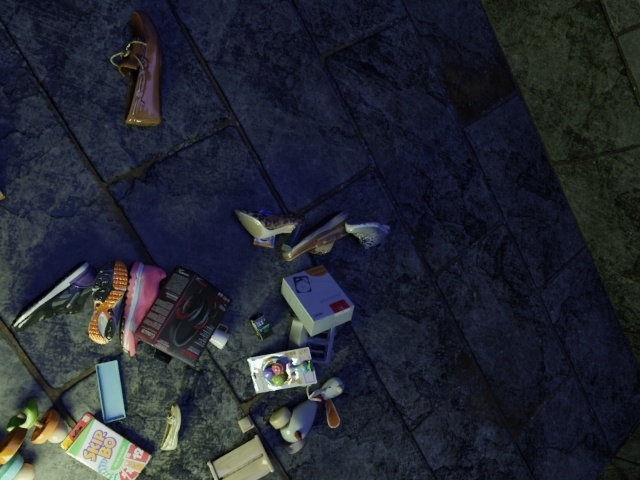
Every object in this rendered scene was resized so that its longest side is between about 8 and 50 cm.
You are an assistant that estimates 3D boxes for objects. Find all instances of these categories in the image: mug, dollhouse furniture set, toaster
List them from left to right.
[{"bbox_3d":[-0.367,0.341,1.813,0.064,0.078,0.062,33,106,-13],"label":"mug"},{"bbox_3d":[-0.313,0.868,1.814,0.303,0.174,0.356,-25,69,-14],"label":"dollhouse furniture set"},{"bbox_3d":[-0.035,0.377,1.943,0.185,0.110,0.168,13,80,-26],"label":"toaster"}]

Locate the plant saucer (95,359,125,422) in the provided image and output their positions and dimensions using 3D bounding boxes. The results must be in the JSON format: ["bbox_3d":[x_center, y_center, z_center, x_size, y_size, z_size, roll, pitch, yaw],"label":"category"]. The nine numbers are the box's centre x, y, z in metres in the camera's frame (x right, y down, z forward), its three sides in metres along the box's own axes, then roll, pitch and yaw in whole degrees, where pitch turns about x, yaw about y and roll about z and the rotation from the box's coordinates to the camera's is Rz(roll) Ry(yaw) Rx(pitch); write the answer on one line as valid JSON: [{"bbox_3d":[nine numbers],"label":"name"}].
[{"bbox_3d":[-0.685,0.491,1.656,0.067,0.018,0.192,-9,92,-27],"label":"plant saucer"}]

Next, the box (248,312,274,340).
[{"bbox_3d":[-0.219,0.318,1.878,0.052,0.062,0.083,-29,100,-24],"label":"box"}]

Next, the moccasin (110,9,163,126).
[{"bbox_3d":[-0.614,-0.575,1.697,0.146,0.139,0.380,-1,97,-36],"label":"moccasin"}]

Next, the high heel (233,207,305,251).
[{"bbox_3d":[-0.183,-0.088,1.899,0.261,0.093,0.186,33,50,-9],"label":"high heel"}]

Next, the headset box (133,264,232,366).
[{"bbox_3d":[-0.455,0.266,1.683,0.293,0.110,0.218,-61,142,-18],"label":"headset box"}]

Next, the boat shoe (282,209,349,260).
[{"bbox_3d":[0.000,0.000,1.979,0.324,0.123,0.117,-33,104,-23],"label":"boat shoe"}]

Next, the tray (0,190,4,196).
[{"bbox_3d":[-1.116,-0.268,1.448,0.202,0.076,0.411,-30,100,-25],"label":"tray"}]

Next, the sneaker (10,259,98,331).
[{"bbox_3d":[-0.801,0.199,1.568,0.283,0.107,0.124,-44,112,-22],"label":"sneaker"}]

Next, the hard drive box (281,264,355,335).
[{"bbox_3d":[-0.013,0.219,1.897,0.181,0.232,0.089,-19,140,-28],"label":"hard drive box"}]

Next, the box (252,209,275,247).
[{"bbox_3d":[-0.209,-0.045,1.924,0.081,0.028,0.136,10,84,-26],"label":"box"}]

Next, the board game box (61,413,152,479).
[{"bbox_3d":[-0.688,0.679,1.636,0.259,0.039,0.124,42,69,-16],"label":"board game box"}]

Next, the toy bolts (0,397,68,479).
[{"bbox_3d":[-0.859,0.618,1.471,0.228,0.218,0.158,-48,115,-2],"label":"toy bolts"}]

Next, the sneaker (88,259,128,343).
[{"bbox_3d":[-0.673,0.186,1.616,0.099,0.121,0.263,14,93,-15],"label":"sneaker"}]

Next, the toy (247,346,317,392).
[{"bbox_3d":[-0.143,0.478,1.843,0.237,0.056,0.137,-13,93,8],"label":"toy"}]

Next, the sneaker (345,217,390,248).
[{"bbox_3d":[0.194,-0.021,2.044,0.281,0.105,0.115,9,93,-52],"label":"sneaker"}]

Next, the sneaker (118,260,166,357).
[{"bbox_3d":[-0.578,0.228,1.666,0.136,0.116,0.314,9,83,-23],"label":"sneaker"}]

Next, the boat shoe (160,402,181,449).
[{"bbox_3d":[-0.507,0.631,1.719,0.048,0.056,0.153,9,90,-31],"label":"boat shoe"}]

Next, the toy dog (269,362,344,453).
[{"bbox_3d":[-0.032,0.642,1.900,0.220,0.161,0.334,39,71,-20],"label":"toy dog"}]
